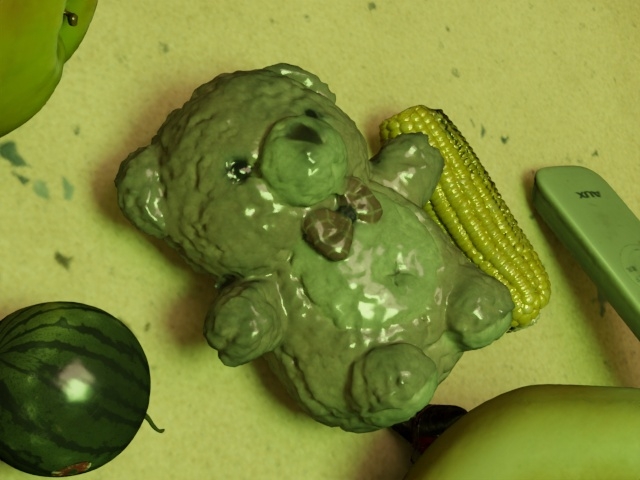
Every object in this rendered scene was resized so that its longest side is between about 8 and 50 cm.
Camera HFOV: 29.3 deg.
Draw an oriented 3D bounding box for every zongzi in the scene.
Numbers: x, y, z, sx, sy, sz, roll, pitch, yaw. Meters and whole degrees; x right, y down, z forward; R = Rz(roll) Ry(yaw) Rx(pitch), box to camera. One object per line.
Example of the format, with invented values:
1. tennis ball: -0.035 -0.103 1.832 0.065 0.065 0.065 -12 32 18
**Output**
1. zongzi: 0.081 0.141 0.911 0.083 0.073 0.067 68 34 -49

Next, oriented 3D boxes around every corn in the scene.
1. corn: 0.116 -0.018 0.984 0.072 0.072 0.203 -32 91 -40

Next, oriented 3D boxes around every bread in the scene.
1. bread: 0.194 0.250 0.812 0.333 0.333 0.160 67 12 5

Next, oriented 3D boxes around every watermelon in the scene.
1. watermelon: -0.144 0.092 0.729 0.133 0.105 0.105 26 57 -38

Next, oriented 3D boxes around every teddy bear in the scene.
1. teddy bear: 0.000 0.001 0.841 0.236 0.151 0.267 -37 100 -33

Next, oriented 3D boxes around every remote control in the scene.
1. remote control: 0.279 0.052 1.017 0.090 0.038 0.309 -3 48 -37

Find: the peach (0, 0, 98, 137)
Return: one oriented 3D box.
1. peach: -0.236 -0.163 0.689 0.231 0.231 0.231 14 64 -31
